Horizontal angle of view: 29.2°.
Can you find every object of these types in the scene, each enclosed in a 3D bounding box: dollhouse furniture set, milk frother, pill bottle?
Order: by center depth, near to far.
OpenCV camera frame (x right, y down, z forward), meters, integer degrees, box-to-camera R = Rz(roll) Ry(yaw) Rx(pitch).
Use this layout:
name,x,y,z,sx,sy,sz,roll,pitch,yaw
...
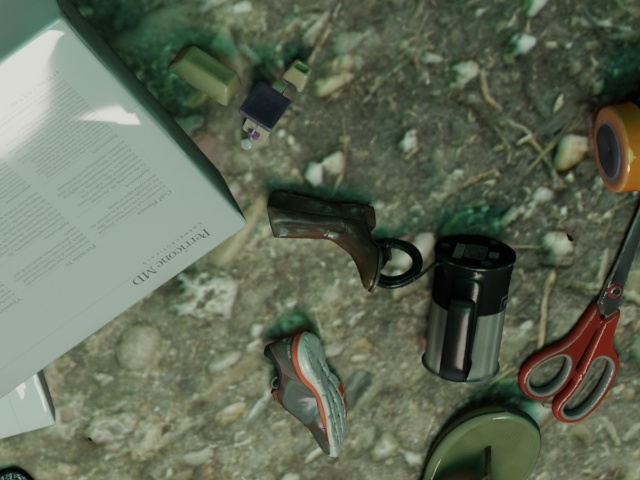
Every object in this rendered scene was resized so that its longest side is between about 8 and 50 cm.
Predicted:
name,x,y,z,sx,sy,sz,roll,pitch,yaw
dollhouse furniture set,-0.083,-0.144,1.166,0.114,0.091,0.081,32,148,-1
pill bottle,0.399,-0.106,1.218,0.246,0.130,0.130,-9,116,-8
milk frother,0.116,0.069,1.269,0.143,0.129,0.134,18,117,27

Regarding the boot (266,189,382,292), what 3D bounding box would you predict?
name,x,y,z,sx,sy,sz,roll,pitch,yaw
boot,0.000,0.000,1.203,0.114,0.106,0.037,9,139,-19

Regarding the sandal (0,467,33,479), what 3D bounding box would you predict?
name,x,y,z,sx,sy,sz,roll,pitch,yaw
sandal,-0.290,0.313,1.322,0.067,0.040,0.179,-34,102,-1

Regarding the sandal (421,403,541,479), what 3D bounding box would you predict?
name,x,y,z,sx,sy,sz,roll,pitch,yaw
sandal,0.150,0.315,1.383,0.120,0.086,0.302,28,106,-22

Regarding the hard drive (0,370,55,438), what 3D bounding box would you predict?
name,x,y,z,sx,sy,sz,roll,pitch,yaw
hard drive,-0.461,0.122,1.188,0.353,0.047,0.233,-15,117,-6

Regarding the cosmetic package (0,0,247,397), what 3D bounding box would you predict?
name,x,y,z,sx,sy,sz,roll,pitch,yaw
cosmetic package,-0.293,-0.009,1.040,0.377,0.097,0.284,-35,134,4

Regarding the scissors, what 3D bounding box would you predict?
name,x,y,z,sx,sy,sz,roll,pitch,yaw
scissors,0.322,0.071,1.348,0.109,0.021,0.297,24,106,-18

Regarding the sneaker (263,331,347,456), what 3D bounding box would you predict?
name,x,y,z,sx,sy,sz,roll,pitch,yaw
sneaker,-0.017,0.163,1.306,0.065,0.061,0.158,-7,118,21
